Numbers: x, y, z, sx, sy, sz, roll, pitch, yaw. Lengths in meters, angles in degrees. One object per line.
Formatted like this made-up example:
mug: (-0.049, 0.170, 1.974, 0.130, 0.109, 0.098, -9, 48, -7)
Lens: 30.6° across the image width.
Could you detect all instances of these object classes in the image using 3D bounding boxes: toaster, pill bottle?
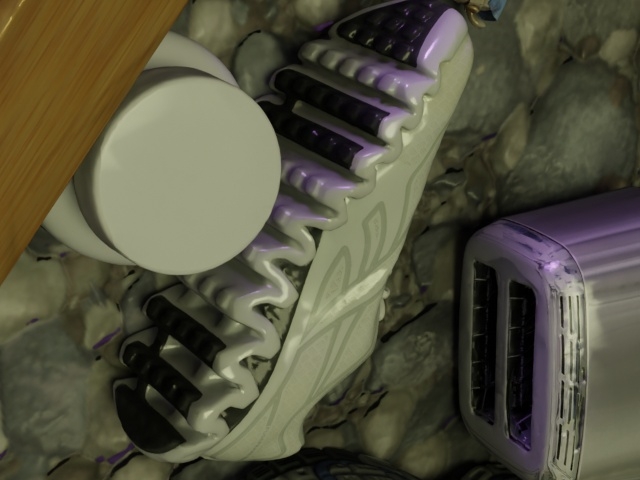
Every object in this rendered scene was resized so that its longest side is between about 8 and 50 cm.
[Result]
toaster: (0.178, 0.060, 0.763, 0.147, 0.129, 0.226, -10, 112, -25)
pill bottle: (-0.093, -0.048, 0.533, 0.108, 0.180, 0.107, -10, 111, -28)

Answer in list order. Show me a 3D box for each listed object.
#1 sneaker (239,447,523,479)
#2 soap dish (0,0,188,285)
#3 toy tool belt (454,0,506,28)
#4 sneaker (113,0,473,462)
sneaker: (0.059, 0.215, 0.759, 0.297, 0.111, 0.129, 14, 104, -32)
soap dish: (-0.155, -0.112, 0.435, 0.290, 0.229, 0.118, -55, 144, 8)
toy tool belt: (0.097, -0.152, 0.691, 0.051, 0.052, 0.083, 20, 95, -26)
sneaker: (0.000, 0.000, 0.660, 0.118, 0.110, 0.292, 25, 100, -42)
